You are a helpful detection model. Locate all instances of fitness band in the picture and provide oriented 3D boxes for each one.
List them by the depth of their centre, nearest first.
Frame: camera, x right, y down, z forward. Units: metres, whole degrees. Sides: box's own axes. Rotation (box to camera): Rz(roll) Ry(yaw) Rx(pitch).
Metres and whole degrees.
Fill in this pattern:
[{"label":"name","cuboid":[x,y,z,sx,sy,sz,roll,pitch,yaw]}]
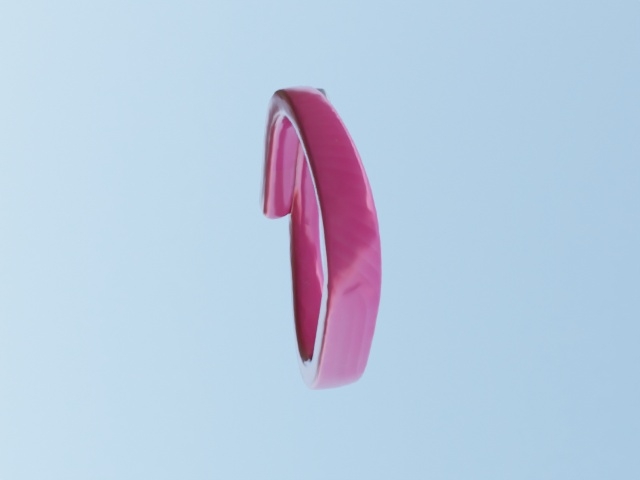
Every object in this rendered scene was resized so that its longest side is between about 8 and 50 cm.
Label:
[{"label":"fitness band","cuboid":[0.000,0.000,1.246,0.291,0.054,0.209,96,-20,-55]}]
